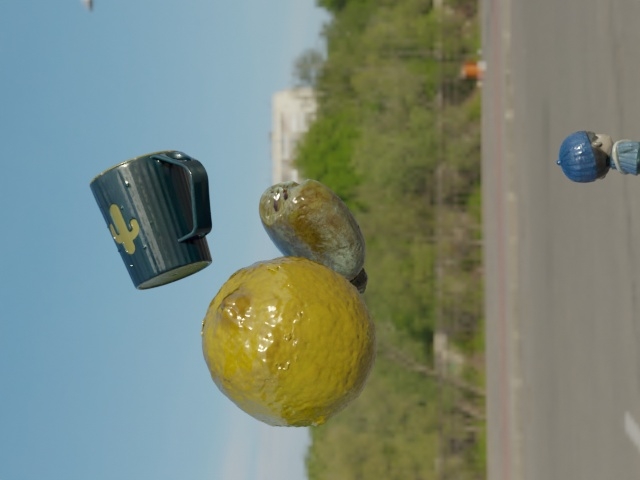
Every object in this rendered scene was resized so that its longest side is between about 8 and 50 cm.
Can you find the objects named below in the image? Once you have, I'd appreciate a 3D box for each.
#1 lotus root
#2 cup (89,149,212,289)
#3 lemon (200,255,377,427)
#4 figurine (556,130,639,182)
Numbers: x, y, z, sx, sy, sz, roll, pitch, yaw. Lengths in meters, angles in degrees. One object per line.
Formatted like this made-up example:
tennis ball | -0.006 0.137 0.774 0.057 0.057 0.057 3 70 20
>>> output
lotus root | 0.000 0.000 1.631 0.192 0.113 0.088 54 -130 -28
cup | -0.205 -0.031 1.673 0.131 0.176 0.155 -13 -100 -47
lemon | -0.033 0.116 1.450 0.231 0.192 0.192 40 -136 -48
figurine | 0.413 -0.116 1.805 0.086 0.149 0.087 66 -143 -54
